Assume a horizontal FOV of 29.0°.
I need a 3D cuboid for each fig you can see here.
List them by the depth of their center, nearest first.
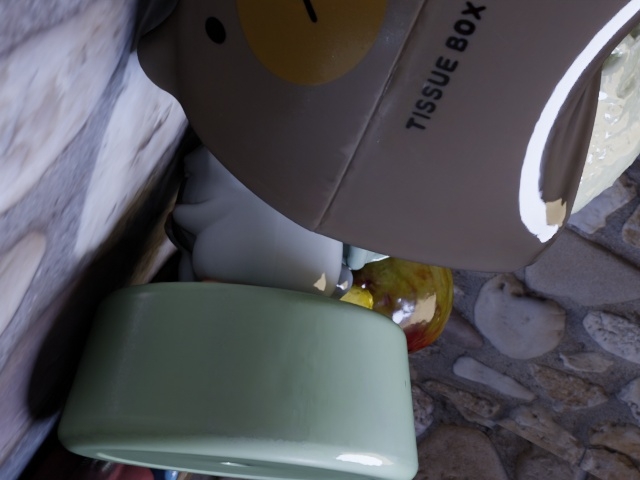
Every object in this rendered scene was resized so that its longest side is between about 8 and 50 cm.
[{"bbox_3d":[0.056,-0.009,1.576,0.217,0.217,0.320,99,-18,-81],"label":"fig"}]

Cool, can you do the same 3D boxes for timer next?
[{"bbox_3d":[-0.055,0.035,1.036,0.291,0.291,0.315,106,-12,-76],"label":"timer"}]

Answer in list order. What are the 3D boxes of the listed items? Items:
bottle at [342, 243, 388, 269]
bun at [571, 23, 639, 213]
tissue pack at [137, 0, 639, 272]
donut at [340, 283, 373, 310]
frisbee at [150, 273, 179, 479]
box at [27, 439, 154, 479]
[{"bbox_3d":[0.045,-0.099,1.393,0.351,0.229,0.229,-59,176,-45],"label":"bottle"},{"bbox_3d":[0.163,-0.191,1.094,0.227,0.353,0.348,146,-47,-60],"label":"bun"},{"bbox_3d":[0.070,-0.185,0.702,0.387,0.277,0.267,117,-4,-46],"label":"tissue pack"},{"bbox_3d":[-0.070,0.077,1.439,0.152,0.259,0.101,15,88,-54],"label":"donut"},{"bbox_3d":[-0.168,0.151,1.289,0.289,0.049,0.289,-169,-90,-79],"label":"frisbee"},{"bbox_3d":[-0.278,0.356,1.090,0.404,0.108,0.263,-59,175,-39],"label":"box"}]
